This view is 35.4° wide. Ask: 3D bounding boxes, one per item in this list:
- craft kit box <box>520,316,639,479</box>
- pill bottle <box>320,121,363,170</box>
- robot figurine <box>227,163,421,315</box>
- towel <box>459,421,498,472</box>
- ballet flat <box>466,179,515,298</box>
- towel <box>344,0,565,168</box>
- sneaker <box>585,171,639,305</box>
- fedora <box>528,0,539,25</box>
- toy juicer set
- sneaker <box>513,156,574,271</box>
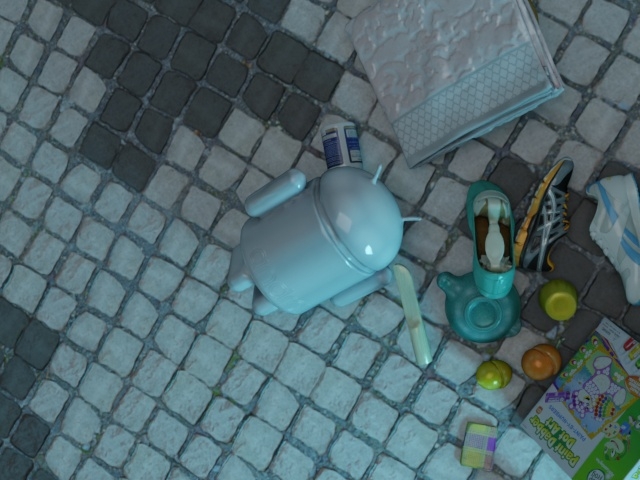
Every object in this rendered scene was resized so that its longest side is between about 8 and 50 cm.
[{"bbox_3d":[0.481,0.285,1.659,0.061,0.250,0.247,29,99,-29],"label":"craft kit box"},{"bbox_3d":[0.042,-0.156,1.866,0.067,0.067,0.120,-12,85,14],"label":"pill bottle"},{"bbox_3d":[0.000,0.000,1.786,0.353,0.200,0.300,-31,123,23],"label":"robot figurine"},{"bbox_3d":[0.286,0.373,1.811,0.060,0.009,0.083,8,89,16],"label":"towel"},{"bbox_3d":[0.301,-0.020,1.732,0.083,0.087,0.247,2,57,-1],"label":"ballet flat"},{"bbox_3d":[0.225,-0.330,1.773,0.332,0.053,0.317,-28,81,34],"label":"towel"},{"bbox_3d":[0.518,0.002,1.732,0.092,0.087,0.229,-11,78,21],"label":"sneaker"},{"bbox_3d":[0.317,-0.362,1.784,0.194,0.079,0.194,7,102,34],"label":"fedora"},{"bbox_3d":[0.283,0.155,1.787,0.329,0.089,0.209,8,102,7],"label":"toy juicer set"},{"bbox_3d":[0.404,-0.043,1.764,0.083,0.084,0.215,23,103,12],"label":"sneaker"}]
